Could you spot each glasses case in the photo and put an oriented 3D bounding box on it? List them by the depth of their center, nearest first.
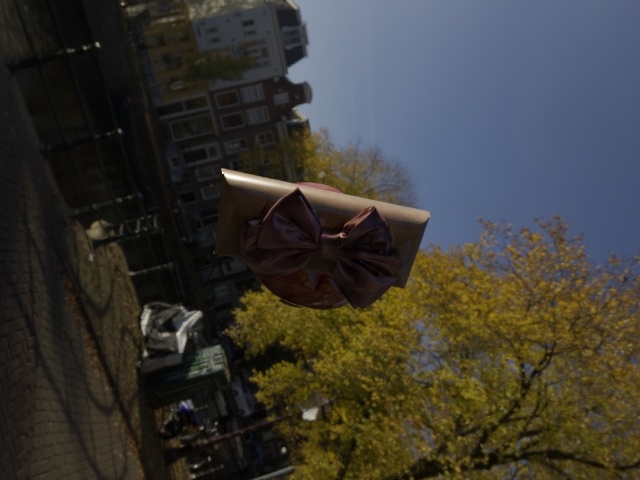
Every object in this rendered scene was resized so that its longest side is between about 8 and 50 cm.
[{"bbox_3d":[-0.002,0.004,0.459,0.070,0.194,0.102,-153,-105,-84],"label":"glasses case"}]

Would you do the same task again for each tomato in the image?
[{"bbox_3d":[0.000,-0.002,0.815,0.085,0.225,0.224,-42,-120,51],"label":"tomato"}]
